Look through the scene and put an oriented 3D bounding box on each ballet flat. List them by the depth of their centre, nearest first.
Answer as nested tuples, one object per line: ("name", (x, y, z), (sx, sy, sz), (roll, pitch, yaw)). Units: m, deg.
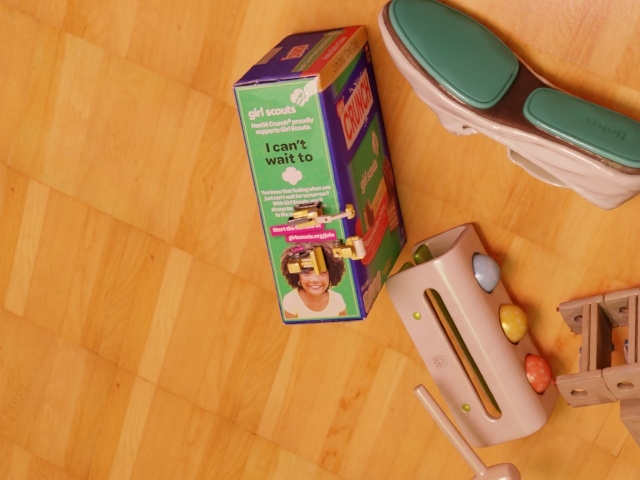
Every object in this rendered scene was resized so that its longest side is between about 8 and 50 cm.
("ballet flat", (0.231, -0.158, 1.705), (0.400, 0.139, 0.139), (32, 121, 10))

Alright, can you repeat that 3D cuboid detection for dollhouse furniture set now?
("dollhouse furniture set", (0.402, 0.174, 1.799), (0.129, 0.129, 0.184), (-13, 137, 28))

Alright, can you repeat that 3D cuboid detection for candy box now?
("candy box", (0.007, -0.091, 1.739), (0.122, 0.268, 0.317), (-7, 110, 18))

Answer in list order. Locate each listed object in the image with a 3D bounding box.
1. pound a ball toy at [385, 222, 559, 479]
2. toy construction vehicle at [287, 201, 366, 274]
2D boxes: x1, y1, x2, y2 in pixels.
("pound a ball toy", (0.213, 0.160, 1.801), (0.135, 0.208, 0.319), (-23, 102, 30))
("toy construction vehicle", (0.000, 0.000, 1.608), (0.098, 0.035, 0.086), (-6, 110, 17))
